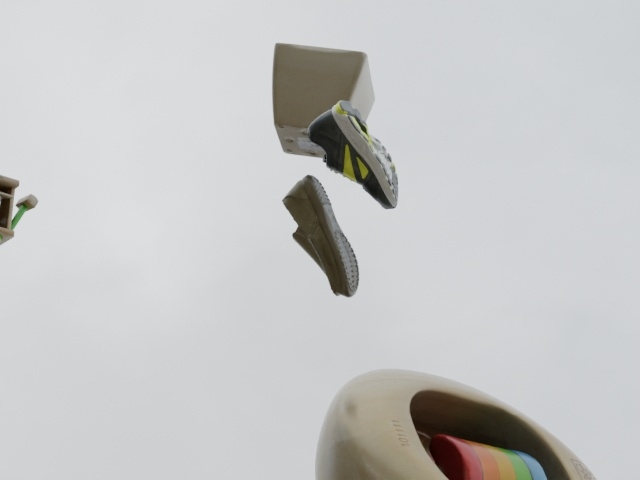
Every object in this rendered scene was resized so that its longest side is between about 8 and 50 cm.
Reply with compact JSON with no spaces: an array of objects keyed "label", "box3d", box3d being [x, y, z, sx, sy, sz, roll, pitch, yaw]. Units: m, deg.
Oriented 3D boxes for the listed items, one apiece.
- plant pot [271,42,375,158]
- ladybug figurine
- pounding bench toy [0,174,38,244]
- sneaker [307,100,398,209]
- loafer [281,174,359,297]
[{"label":"plant pot","box3d":[-0.003,-0.154,1.453,0.109,0.109,0.096,8,-114,12]},{"label":"ladybug figurine","box3d":[0.166,0.303,1.468,0.449,0.305,0.162,21,-61,-34]},{"label":"pounding bench toy","box3d":[-0.307,-0.021,1.184,0.052,0.083,0.065,-25,-123,44]},{"label":"sneaker","box3d":[0.022,-0.052,0.806,0.035,0.031,0.083,-23,-62,21]},{"label":"loafer","box3d":[0.000,0.000,1.416,0.050,0.056,0.148,-25,-106,18]}]
